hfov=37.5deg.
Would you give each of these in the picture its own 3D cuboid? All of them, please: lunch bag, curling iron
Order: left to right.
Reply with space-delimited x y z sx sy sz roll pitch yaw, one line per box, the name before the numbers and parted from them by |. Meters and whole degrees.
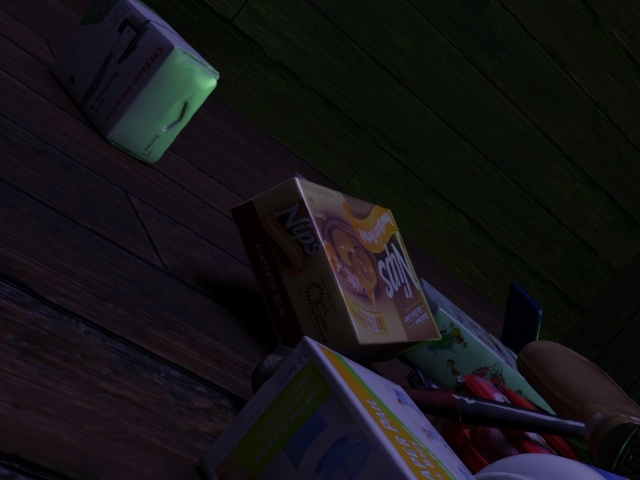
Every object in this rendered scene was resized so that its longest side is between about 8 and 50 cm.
curling iron | 0.130 0.169 0.936 0.274 0.035 0.068 13 5 -7
lunch bag | 0.240 0.269 1.008 0.258 0.120 0.293 31 9 -29

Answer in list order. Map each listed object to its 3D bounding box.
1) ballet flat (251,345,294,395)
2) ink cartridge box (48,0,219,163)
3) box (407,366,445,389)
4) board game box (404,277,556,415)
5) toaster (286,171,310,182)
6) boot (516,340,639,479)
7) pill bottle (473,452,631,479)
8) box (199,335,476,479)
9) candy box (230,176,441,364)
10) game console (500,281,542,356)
ballet flat | 0.039 0.181 0.770 0.250 0.058 0.084 43 -29 -17
ink cartridge box | -0.261 -0.233 1.304 0.092 0.160 0.219 29 12 -49
box | 0.153 0.209 1.265 0.067 0.018 0.083 38 8 -12
board game box | 0.256 0.206 1.496 0.303 0.097 0.224 40 6 -6
toaster | 0.000 0.000 1.405 0.168 0.110 0.186 37 8 -23
boot | 0.360 0.215 1.067 0.236 0.089 0.269 34 6 -9
pill bottle | 0.179 0.240 0.702 0.152 0.152 0.272 45 9 36
box | 0.032 0.170 0.548 0.103 0.114 0.203 33 11 -41
candy box | 0.030 0.045 1.067 0.316 0.087 0.183 13 55 -68
game console | 0.468 0.250 1.973 0.250 0.173 0.293 39 8 -5
